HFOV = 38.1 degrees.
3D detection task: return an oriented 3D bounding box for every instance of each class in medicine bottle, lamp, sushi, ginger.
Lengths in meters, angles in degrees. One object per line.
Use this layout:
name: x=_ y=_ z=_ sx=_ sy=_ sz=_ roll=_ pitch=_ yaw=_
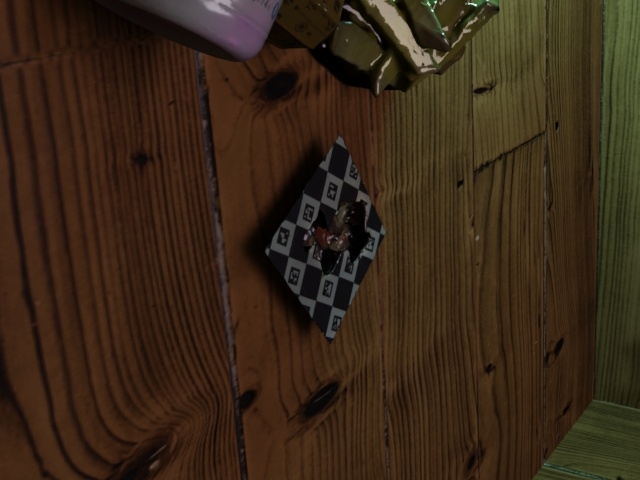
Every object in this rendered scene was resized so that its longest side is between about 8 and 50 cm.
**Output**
medicine bottle: x=-0.138 y=-0.419 z=1.187 sx=0.256 sy=0.256 sz=0.324 roll=22 pitch=93 yaw=-56
lamp: x=-0.056 y=-0.393 z=1.464 sx=0.185 sy=0.161 sz=0.161 roll=29 pitch=73 yaw=-58
sushi: x=0.000 y=0.000 z=1.717 sx=0.292 sy=0.059 sz=0.294 roll=-61 pitch=141 yaw=-30
ginger: x=0.172 y=-0.453 z=1.750 sx=0.413 sy=0.211 sz=0.358 roll=-14 pitch=107 yaw=-54
